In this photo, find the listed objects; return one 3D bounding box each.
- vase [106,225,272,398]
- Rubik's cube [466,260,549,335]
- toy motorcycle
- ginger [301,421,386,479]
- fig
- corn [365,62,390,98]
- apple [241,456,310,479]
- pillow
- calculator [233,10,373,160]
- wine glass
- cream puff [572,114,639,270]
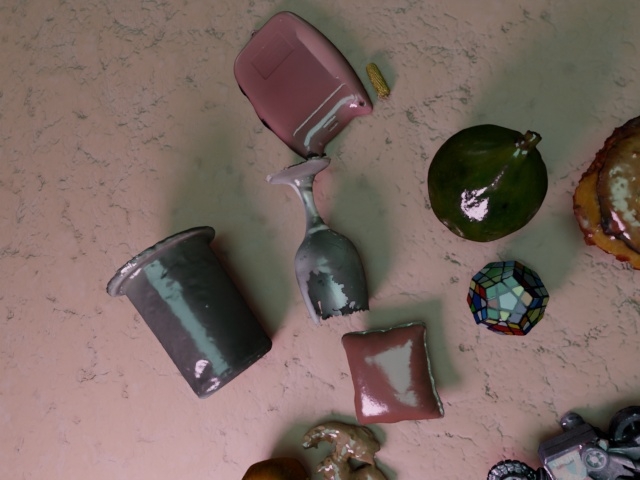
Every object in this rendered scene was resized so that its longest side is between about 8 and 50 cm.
[{"bbox_3d":[-0.248,0.152,0.915,0.245,0.245,0.291,-37,82,15],"label":"vase"},{"bbox_3d":[0.319,0.099,0.776,0.111,0.133,0.133,-5,87,-5],"label":"Rubik's cube"},{"bbox_3d":[0.439,0.391,0.737,0.307,0.108,0.174,-30,88,15],"label":"toy motorcycle"},{"bbox_3d":[0.068,0.481,0.884,0.149,0.065,0.259,-24,79,15],"label":"ginger"},{"bbox_3d":[0.272,-0.104,0.733,0.195,0.245,0.196,-1,78,6],"label":"fig"},{"bbox_3d":[0.114,-0.315,0.900,0.028,0.027,0.083,-26,78,4],"label":"corn"},{"bbox_3d":[-0.094,0.513,0.899,0.146,0.147,0.164,-5,75,14],"label":"apple"},{"bbox_3d":[0.133,0.251,0.856,0.171,0.075,0.179,-13,85,18],"label":"pillow"},{"bbox_3d":[-0.056,-0.334,0.950,0.220,0.048,0.330,-43,74,15],"label":"calculator"},{"bbox_3d":[0.000,0.000,0.880,0.143,0.143,0.322,-21,83,18],"label":"wine glass"},{"bbox_3d":[0.512,-0.068,0.688,0.239,0.164,0.241,0,89,4],"label":"cream puff"}]
